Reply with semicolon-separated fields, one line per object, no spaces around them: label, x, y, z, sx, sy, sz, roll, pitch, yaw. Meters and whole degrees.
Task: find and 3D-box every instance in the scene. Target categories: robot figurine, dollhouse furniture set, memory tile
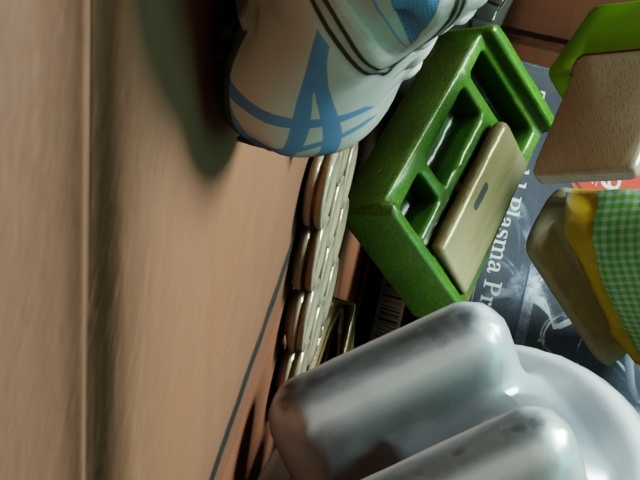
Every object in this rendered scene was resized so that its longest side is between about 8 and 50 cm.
robot figurine;0.085;0.190;0.878;0.300;0.199;0.353;-113;180;-48
dollhouse furniture set;0.186;0.022;1.045;0.301;0.197;0.151;52;51;-36
memory tile;0.000;0.000;0.866;0.113;0.012;0.148;-70;170;-54

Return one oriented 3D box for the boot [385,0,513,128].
boot;0.086;-0.144;1.177;0.198;0.077;0.137;-61;174;-18

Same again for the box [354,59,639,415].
box;0.200;0.066;1.306;0.179;0.312;0.343;-169;-89;-76

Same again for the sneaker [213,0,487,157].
sneaker;0.017;-0.075;0.474;0.237;0.086;0.085;88;14;-75

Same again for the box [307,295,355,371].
box;-0.007;0.143;1.082;0.201;0.021;0.164;89;15;-68
